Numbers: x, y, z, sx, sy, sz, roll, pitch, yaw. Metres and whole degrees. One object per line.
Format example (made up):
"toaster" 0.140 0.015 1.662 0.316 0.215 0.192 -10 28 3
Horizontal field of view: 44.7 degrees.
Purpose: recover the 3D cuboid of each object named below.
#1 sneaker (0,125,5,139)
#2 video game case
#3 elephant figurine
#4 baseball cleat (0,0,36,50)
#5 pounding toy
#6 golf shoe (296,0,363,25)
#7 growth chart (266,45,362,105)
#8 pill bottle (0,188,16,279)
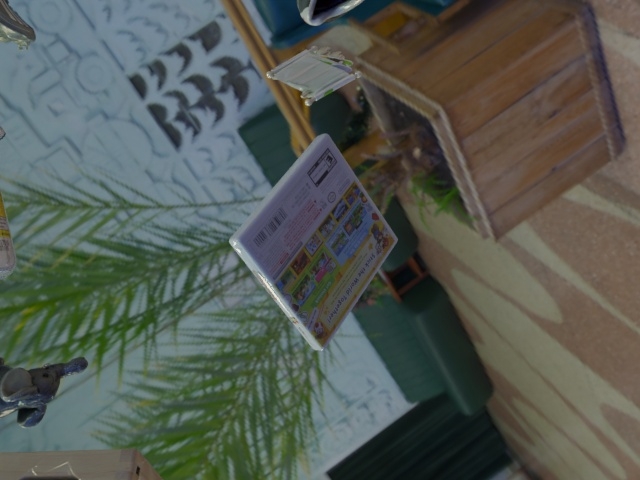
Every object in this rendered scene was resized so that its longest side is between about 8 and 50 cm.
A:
"sneaker" -0.477 -0.214 1.018 0.190 0.083 0.071 49 160 -22
"video game case" 0.000 0.000 1.078 0.026 0.227 0.206 -7 127 47
"elephant figurine" -0.718 0.363 1.888 0.169 0.239 0.186 24 -108 -72
"baseball cleat" -0.453 -0.337 1.084 0.206 0.072 0.109 2 -83 -84
"pounding toy" -0.153 0.244 0.629 0.206 0.181 0.094 75 -166 -50
"golf shoe" 0.080 -0.406 1.130 0.105 0.273 0.120 41 -154 -26
"growth chart" -0.013 -0.375 1.729 0.237 0.172 0.021 42 155 50
"pill bottle" -0.349 -0.062 0.687 0.117 0.117 0.215 130 126 -85
